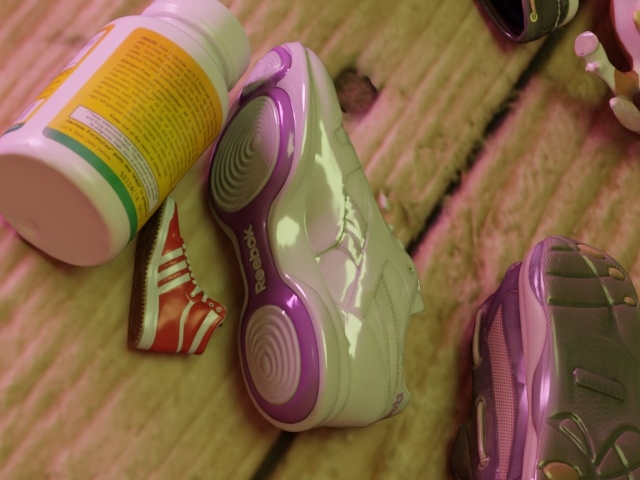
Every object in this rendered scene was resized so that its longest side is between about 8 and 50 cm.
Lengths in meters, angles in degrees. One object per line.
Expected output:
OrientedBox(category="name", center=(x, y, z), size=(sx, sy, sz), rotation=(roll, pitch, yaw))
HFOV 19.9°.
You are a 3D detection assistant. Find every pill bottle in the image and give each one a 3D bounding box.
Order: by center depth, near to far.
OrientedBox(category="pill bottle", center=(-0.140, -0.089, 1.332), size=(0.117, 0.117, 0.208), rotation=(42, 54, -9))

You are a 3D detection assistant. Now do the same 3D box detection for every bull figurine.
OrientedBox(category="bull figurine", center=(0.297, -0.229, 1.638), size=(0.188, 0.101, 0.310), rotation=(8, 68, -54))

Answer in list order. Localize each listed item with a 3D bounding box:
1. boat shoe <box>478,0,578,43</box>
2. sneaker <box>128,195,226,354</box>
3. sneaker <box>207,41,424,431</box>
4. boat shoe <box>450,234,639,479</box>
OrientedBox(category="boat shoe", center=(0.142, -0.279, 1.601), size=(0.068, 0.081, 0.228), rotation=(-32, 91, -40))
OrientedBox(category="sneaker", center=(-0.101, 0.028, 1.350), size=(0.067, 0.042, 0.118), rotation=(13, 71, -21))
OrientedBox(category="sneaker", center=(0.000, 0.000, 1.399), size=(0.152, 0.114, 0.305), rotation=(9, 69, -43))
OrientedBox(category="boat shoe", center=(0.176, 0.171, 1.403), size=(0.132, 0.130, 0.355), rotation=(24, 53, -24))
